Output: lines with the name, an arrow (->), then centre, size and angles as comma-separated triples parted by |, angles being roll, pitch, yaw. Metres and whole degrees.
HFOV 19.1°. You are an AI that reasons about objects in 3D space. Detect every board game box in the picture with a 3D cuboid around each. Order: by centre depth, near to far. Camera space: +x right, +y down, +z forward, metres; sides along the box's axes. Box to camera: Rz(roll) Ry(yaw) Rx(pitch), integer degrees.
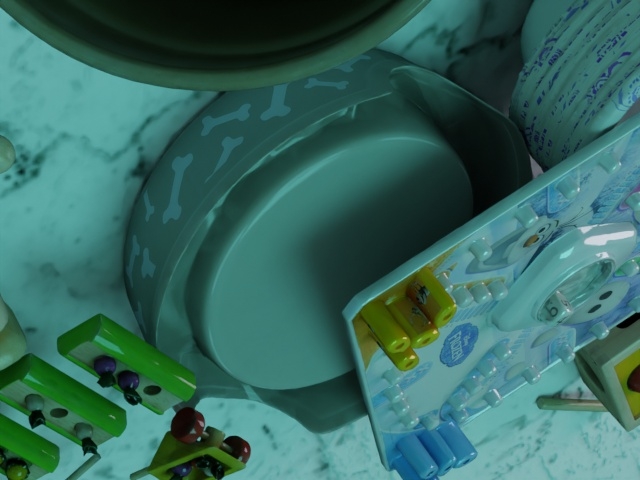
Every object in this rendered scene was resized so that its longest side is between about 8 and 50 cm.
board game box -> 0.210, 0.040, 1.566 | 0.390, 0.050, 0.390 | -32, 156, -8

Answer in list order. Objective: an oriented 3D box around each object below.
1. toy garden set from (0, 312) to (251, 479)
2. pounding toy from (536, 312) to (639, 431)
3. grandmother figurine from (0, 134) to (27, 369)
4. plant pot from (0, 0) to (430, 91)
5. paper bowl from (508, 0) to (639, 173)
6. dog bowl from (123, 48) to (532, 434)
toy garden set -> -0.192, 0.170, 1.449 | 0.244, 0.049, 0.204 | -30, 136, 23
pounding toy -> 0.311, 0.138, 1.896 | 0.181, 0.094, 0.206 | -35, 139, -5
grandmother figurine -> -0.295, -0.024, 1.251 | 0.208, 0.104, 0.342 | -51, 147, -35
plant pot -> -0.033, -0.258, 1.068 | 0.323, 0.323, 0.280 | -55, 177, 16
paper bowl -> 0.274, -0.162, 1.520 | 0.284, 0.148, 0.284 | -30, 157, -14
dog bowl -> 0.000, 0.000, 1.509 | 0.349, 0.102, 0.348 | -23, 138, -22
